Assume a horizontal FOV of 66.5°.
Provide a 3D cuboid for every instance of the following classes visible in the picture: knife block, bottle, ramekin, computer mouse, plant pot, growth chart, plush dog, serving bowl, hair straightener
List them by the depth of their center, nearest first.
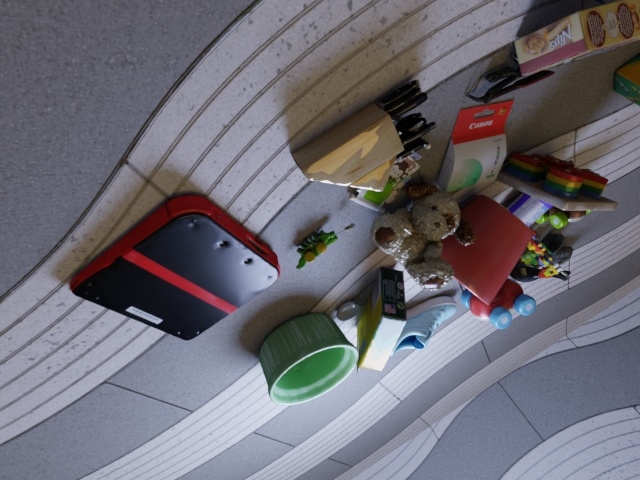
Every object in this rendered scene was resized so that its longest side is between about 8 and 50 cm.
[{"bbox_3d":[0.102,-0.234,1.031,0.276,0.088,0.242,6,118,-26],"label":"knife block"},{"bbox_3d":[0.445,-0.395,1.155,0.230,0.047,0.089,-23,122,-4],"label":"hair straightener"},{"bbox_3d":[0.174,-0.169,1.217,0.172,0.021,0.237,7,128,-41],"label":"growth chart"},{"bbox_3d":[0.278,-0.031,1.314,0.262,0.210,0.225,42,101,-10],"label":"plush dog"},{"bbox_3d":[0.470,0.015,1.453,0.243,0.275,0.275,-51,140,7],"label":"plant pot"},{"bbox_3d":[-0.046,0.369,1.541,0.303,0.148,0.303,-20,141,-17],"label":"ramekin"},{"bbox_3d":[0.086,0.223,1.573,0.083,0.027,0.083,-20,140,-17],"label":"serving bowl"},{"bbox_3d":[0.624,-0.061,1.582,0.283,0.092,0.118,-48,156,24],"label":"bottle"},{"bbox_3d":[0.858,0.139,1.910,0.262,0.184,0.060,10,82,-41],"label":"computer mouse"}]

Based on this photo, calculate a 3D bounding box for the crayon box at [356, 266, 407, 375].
[{"bbox_3d":[0.186,0.266,1.547,0.081,0.202,0.318,11,132,-5],"label":"crayon box"}]

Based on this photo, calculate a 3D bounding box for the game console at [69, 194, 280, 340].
[{"bbox_3d":[-0.305,0.080,1.132,0.342,0.060,0.386,-34,142,10],"label":"game console"}]

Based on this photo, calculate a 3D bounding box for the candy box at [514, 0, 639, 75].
[{"bbox_3d":[0.618,-0.459,1.073,0.316,0.183,0.087,-19,99,-17],"label":"candy box"}]

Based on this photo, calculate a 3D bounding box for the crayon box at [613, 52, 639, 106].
[{"bbox_3d":[0.954,-0.407,1.293,0.165,0.278,0.081,-37,143,5],"label":"crayon box"}]

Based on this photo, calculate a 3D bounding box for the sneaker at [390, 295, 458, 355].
[{"bbox_3d":[0.368,0.327,1.785,0.366,0.150,0.135,-19,141,-17],"label":"sneaker"}]

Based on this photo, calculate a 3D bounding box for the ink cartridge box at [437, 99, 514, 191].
[{"bbox_3d":[0.416,-0.243,1.280,0.181,0.056,0.224,-15,141,-22],"label":"ink cartridge box"}]

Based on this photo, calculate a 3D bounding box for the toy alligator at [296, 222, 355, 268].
[{"bbox_3d":[0.000,0.000,1.256,0.190,0.056,0.051,-39,101,8],"label":"toy alligator"}]

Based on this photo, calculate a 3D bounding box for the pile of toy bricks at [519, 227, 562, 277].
[{"bbox_3d":[0.787,0.055,1.802,0.105,0.118,0.212,-35,126,25],"label":"pile of toy bricks"}]

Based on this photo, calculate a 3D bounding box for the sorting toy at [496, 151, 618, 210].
[{"bbox_3d":[0.668,-0.174,1.381,0.257,0.255,0.089,-2,117,-33],"label":"sorting toy"}]

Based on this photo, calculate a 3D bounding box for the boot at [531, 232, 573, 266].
[{"bbox_3d":[0.946,0.042,1.943,0.208,0.076,0.189,3,143,-30],"label":"boot"}]

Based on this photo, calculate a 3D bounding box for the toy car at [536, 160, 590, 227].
[{"bbox_3d":[0.793,-0.161,1.607,0.155,0.149,0.188,-25,113,-16],"label":"toy car"}]

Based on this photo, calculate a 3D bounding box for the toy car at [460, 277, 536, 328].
[{"bbox_3d":[0.632,0.157,1.792,0.210,0.219,0.238,-25,113,-10],"label":"toy car"}]

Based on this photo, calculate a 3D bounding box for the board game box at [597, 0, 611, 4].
[{"bbox_3d":[0.560,-0.655,0.903,0.308,0.086,0.302,9,126,-41],"label":"board game box"}]
